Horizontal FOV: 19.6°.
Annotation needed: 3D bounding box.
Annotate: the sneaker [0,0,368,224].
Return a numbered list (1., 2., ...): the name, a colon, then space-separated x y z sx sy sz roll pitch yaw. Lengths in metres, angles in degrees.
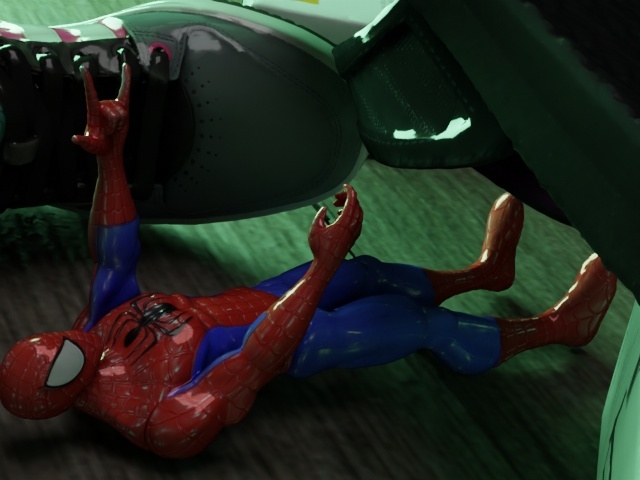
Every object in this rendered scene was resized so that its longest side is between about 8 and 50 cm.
1. sneaker: -0.129 -0.044 0.760 0.295 0.124 0.178 5 21 4

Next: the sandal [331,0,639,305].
1. sandal: 0.078 -0.046 0.697 0.167 0.107 0.446 19 23 -27

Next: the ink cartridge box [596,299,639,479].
1. ink cartridge box: 0.174 0.095 0.648 0.148 0.086 0.203 13 25 4

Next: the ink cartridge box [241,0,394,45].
1. ink cartridge box: 0.137 -0.112 1.079 0.371 0.069 0.176 7 25 -4

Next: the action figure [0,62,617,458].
1. action figure: 0.000 0.000 0.724 0.280 0.139 0.091 -14 35 -38
